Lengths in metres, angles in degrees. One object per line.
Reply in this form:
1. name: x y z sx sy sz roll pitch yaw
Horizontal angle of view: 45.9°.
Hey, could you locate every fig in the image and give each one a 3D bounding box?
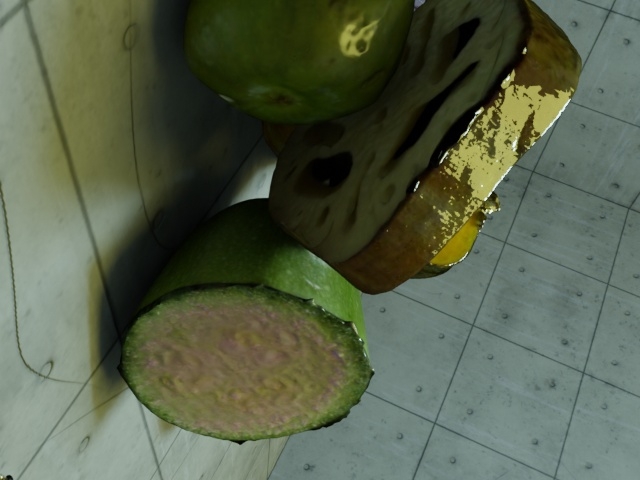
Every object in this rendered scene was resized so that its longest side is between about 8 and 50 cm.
1. fig: 0.000 -0.267 0.765 0.314 0.233 0.233 -65 170 2

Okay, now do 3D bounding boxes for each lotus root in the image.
1. lotus root: 0.089 -0.112 0.815 0.390 0.111 0.375 -24 -145 45

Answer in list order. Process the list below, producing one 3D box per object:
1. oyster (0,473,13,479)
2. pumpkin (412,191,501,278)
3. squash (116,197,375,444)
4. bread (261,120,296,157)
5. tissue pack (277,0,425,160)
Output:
1. oyster: -0.336 0.313 0.779 0.166 0.053 0.108 85 2 -53
2. pumpkin: 0.135 -0.080 1.110 0.232 0.242 0.325 -33 -150 60
3. squash: -0.088 0.056 1.006 0.309 0.310 0.310 -89 -171 -45
4. bread: 0.005 -0.211 1.070 0.229 0.139 0.143 -58 -165 -14
5. tissue pack: 0.096 -0.238 1.239 0.125 0.242 0.343 -125 -127 -63
